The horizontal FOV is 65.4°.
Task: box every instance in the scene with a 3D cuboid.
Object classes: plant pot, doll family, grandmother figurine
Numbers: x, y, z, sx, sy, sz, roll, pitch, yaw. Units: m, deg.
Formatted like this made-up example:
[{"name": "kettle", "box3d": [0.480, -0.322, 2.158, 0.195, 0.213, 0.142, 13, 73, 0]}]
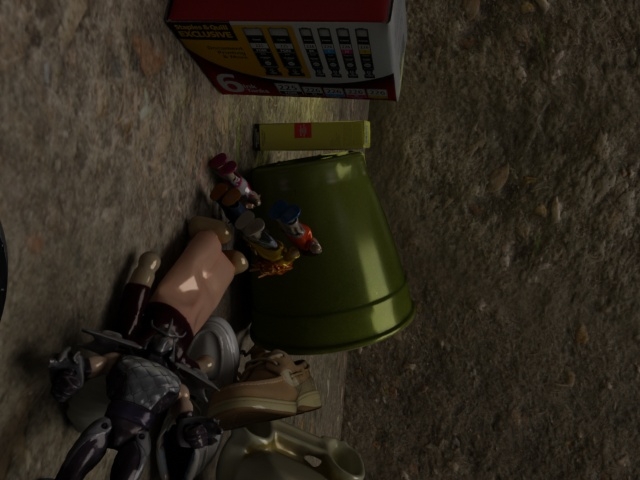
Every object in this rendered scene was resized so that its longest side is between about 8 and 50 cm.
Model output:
[{"name": "plant pot", "box3d": [0.000, 0.000, 1.057, 0.366, 0.366, 0.353, -45, 128, -70]}, {"name": "doll family", "box3d": [-0.114, -0.023, 0.854, 0.118, 0.263, 0.163, -46, 148, -9]}, {"name": "grandmother figurine", "box3d": [-0.208, 0.117, 0.682, 0.208, 0.104, 0.342, 59, 32, -23]}]

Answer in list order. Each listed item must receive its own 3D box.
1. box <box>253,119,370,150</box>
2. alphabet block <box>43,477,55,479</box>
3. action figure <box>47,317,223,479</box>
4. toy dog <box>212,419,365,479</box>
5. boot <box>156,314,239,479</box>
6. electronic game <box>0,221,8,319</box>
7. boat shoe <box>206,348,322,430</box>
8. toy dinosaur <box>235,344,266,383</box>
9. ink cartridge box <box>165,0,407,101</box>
[{"name": "box", "box3d": [-0.017, -0.217, 1.037, 0.087, 0.232, 0.058, -38, 128, -71]}, {"name": "alphabet block", "box3d": [-0.224, 0.392, 0.510, 0.194, 0.192, 0.197, 81, 21, -44]}, {"name": "action figure", "box3d": [-0.195, 0.194, 0.485, 0.099, 0.185, 0.285, 122, -12, -46]}, {"name": "toy dog", "box3d": [-0.101, 0.551, 0.843, 0.408, 0.284, 0.395, -64, -163, -1]}, {"name": "boot", "box3d": [-0.193, 0.256, 0.785, 0.123, 0.095, 0.259, -35, 131, -82]}, {"name": "electronic game", "box3d": [-0.299, 0.048, 0.332, 0.229, 0.048, 0.230, 12, 90, -83]}, {"name": "boat shoe", "box3d": [-0.092, 0.244, 0.829, 0.341, 0.121, 0.110, 47, 28, -69]}, {"name": "toy dinosaur", "box3d": [-0.126, 0.268, 1.036, 0.064, 0.112, 0.212, 52, 6, -47]}, {"name": "ink cartridge box", "box3d": [-0.042, -0.324, 0.711, 0.272, 0.309, 0.130, 47, 50, -72]}]
